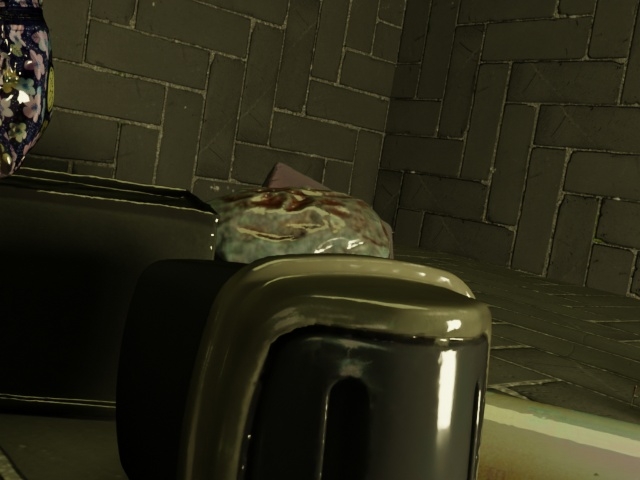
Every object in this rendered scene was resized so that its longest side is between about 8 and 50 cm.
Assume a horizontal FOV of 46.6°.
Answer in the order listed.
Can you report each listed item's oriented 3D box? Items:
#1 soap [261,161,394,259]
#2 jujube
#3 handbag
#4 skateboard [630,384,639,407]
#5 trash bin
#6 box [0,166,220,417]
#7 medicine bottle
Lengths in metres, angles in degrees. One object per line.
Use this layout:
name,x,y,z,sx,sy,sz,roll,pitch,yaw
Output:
soap,0.000,0.000,1.406,0.286,0.107,0.296,30,23,-11
jujube,-0.045,0.024,1.100,0.308,0.215,0.246,2,-14,-12
handbag,-0.300,-0.163,0.647,0.127,0.207,0.229,2,11,-14
skateboard,0.443,0.224,0.979,0.064,0.032,0.083,-9,18,-41
trash bin,-0.021,0.108,0.457,0.183,0.209,0.290,4,1,-29
box,-0.289,0.036,0.752,0.346,0.204,0.251,7,6,-16
medicine bottle,0.249,0.191,0.581,0.427,0.108,0.108,9,5,20
